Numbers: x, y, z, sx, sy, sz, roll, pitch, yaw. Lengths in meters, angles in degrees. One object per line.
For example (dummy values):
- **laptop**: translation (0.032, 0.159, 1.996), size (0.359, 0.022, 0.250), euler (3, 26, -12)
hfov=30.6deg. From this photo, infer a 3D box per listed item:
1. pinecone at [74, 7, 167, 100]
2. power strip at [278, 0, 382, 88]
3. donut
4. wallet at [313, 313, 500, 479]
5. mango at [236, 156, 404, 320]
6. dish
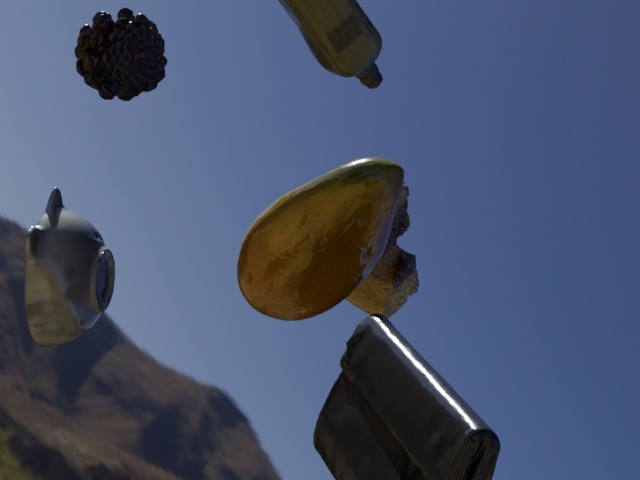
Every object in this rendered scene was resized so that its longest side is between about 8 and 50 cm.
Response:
- **pinecone**: translation (-0.298, -0.271, 1.708), size (0.120, 0.140, 0.140), euler (17, -33, 50)
- **power strip**: translation (-0.051, -0.287, 1.124), size (0.387, 0.066, 0.092), euler (49, 2, -31)
- **donut**: translation (0.064, 0.015, 1.869), size (0.151, 0.112, 0.295), euler (15, -34, 19)
- **wallet**: translation (0.096, 0.261, 1.507), size (0.062, 0.228, 0.406), euler (15, 11, -21)
- **mango**: translation (0.000, 0.000, 1.404), size (0.317, 0.176, 0.119), euler (-50, -132, 48)
- **dish**: translation (-0.344, 0.042, 1.672), size (0.086, 0.228, 0.236), euler (4, -4, 6)
